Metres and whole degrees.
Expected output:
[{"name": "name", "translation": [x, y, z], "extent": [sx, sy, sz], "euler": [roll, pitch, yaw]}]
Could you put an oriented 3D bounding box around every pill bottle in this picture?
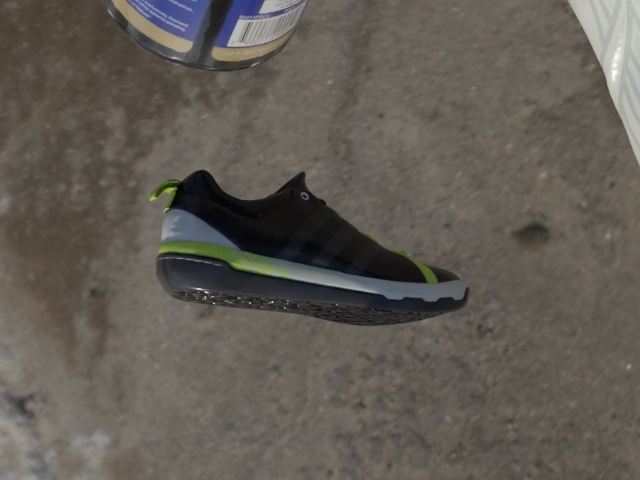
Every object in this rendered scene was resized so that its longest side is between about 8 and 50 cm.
[{"name": "pill bottle", "translation": [-0.037, -0.199, 0.688], "extent": [0.123, 0.123, 0.219], "euler": [42, 141, 8]}]

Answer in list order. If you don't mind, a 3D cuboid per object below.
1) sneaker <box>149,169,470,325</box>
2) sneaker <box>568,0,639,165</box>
[{"name": "sneaker", "translation": [0.000, 0.000, 0.893], "extent": [0.084, 0.234, 0.097], "euler": [158, 118, -63]}, {"name": "sneaker", "translation": [0.205, -0.110, 0.752], "extent": [0.118, 0.110, 0.292], "euler": [25, 138, 55]}]
